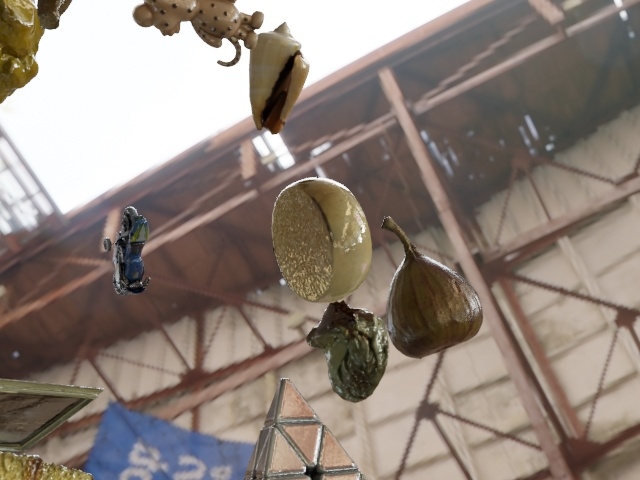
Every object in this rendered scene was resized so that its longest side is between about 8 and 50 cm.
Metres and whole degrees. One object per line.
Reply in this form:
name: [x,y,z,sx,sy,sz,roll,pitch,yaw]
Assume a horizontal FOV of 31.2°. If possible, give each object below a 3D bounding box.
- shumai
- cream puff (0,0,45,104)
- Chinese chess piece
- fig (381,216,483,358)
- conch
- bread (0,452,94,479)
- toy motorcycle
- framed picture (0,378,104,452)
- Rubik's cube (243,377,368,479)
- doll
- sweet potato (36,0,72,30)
shumai: [0.045,0.210,2.184,0.184,0.142,0.184,-161,-90,-77]
cream puff: [-0.702,-0.392,2.208,0.291,0.324,0.257,-36,-159,16]
Chinese chess piece: [0.000,0.000,2.262,0.097,0.251,0.251,-13,-167,-31]
fig: [0.216,0.092,2.525,0.217,0.321,0.217,-23,178,-1]
conch: [-0.099,-0.385,2.687,0.158,0.255,0.127,21,-155,14]
bread: [-0.584,0.526,2.256,0.142,0.266,0.178,-54,-152,37]
toy motorcycle: [-0.456,0.042,2.754,0.092,0.254,0.135,-7,-144,-31]
framed picture: [-0.493,0.256,1.648,0.232,0.296,0.019,-37,-123,34]
Rubik's cube: [-0.048,0.419,1.933,0.228,0.229,0.233,-37,-137,-17]
doll: [-0.257,-0.473,2.390,0.154,0.278,0.119,-62,-160,8]
sweet potato: [-0.430,-0.465,1.979,0.085,0.112,0.286,-8,-136,8]
